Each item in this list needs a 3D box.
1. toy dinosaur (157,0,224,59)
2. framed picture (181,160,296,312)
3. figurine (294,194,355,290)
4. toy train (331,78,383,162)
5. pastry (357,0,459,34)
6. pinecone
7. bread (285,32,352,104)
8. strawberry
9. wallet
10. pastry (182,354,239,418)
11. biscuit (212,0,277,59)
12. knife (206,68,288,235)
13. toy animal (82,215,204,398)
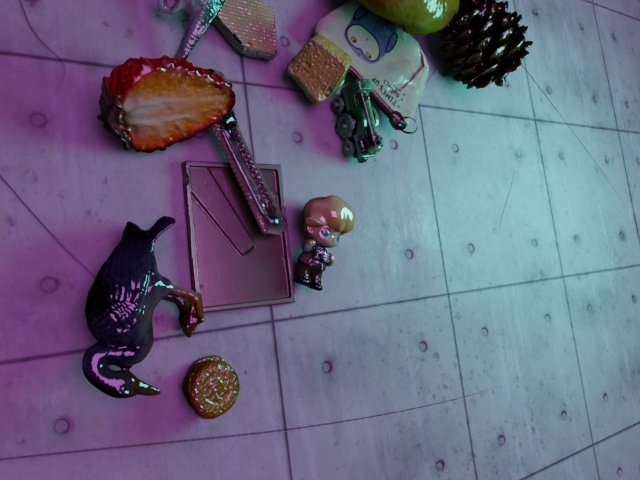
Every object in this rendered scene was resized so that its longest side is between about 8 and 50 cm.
[{"bbox_3d":[-0.273,-0.439,0.990,0.129,0.076,0.383,32,90,8],"label":"toy dinosaur"},{"bbox_3d":[-0.157,-0.012,1.008,0.211,0.020,0.290,-3,83,-33],"label":"framed picture"},{"bbox_3d":[0.000,0.000,1.057,0.114,0.108,0.196,24,72,-22],"label":"figurine"},{"bbox_3d":[0.090,-0.269,1.165,0.071,0.104,0.178,-14,89,-38],"label":"toy train"},{"bbox_3d":[0.182,-0.637,1.221,0.356,0.164,0.356,22,50,-29],"label":"pastry"},{"bbox_3d":[0.428,-0.531,1.359,0.272,0.224,0.224,52,59,-18],"label":"pinecone"},{"bbox_3d":[-0.002,-0.375,1.119,0.114,0.129,0.111,39,19,-16],"label":"bread"},{"bbox_3d":[-0.275,-0.260,0.905,0.236,0.190,0.111,-19,61,-34],"label":"strawberry"},{"bbox_3d":[0.147,-0.444,1.248,0.335,0.068,0.275,41,55,-16],"label":"wallet"},{"bbox_3d":[-0.194,0.260,0.911,0.097,0.057,0.109,26,69,-28],"label":"pastry"},{"bbox_3d":[-0.164,-0.510,1.082,0.147,0.046,0.250,-1,81,-32],"label":"biscuit"},{"bbox_3d":[-0.154,-0.177,1.009,0.089,0.043,0.365,-25,90,-33],"label":"knife"},{"bbox_3d":[-0.291,0.101,0.841,0.185,0.122,0.298,2,79,-32],"label":"toy animal"}]
